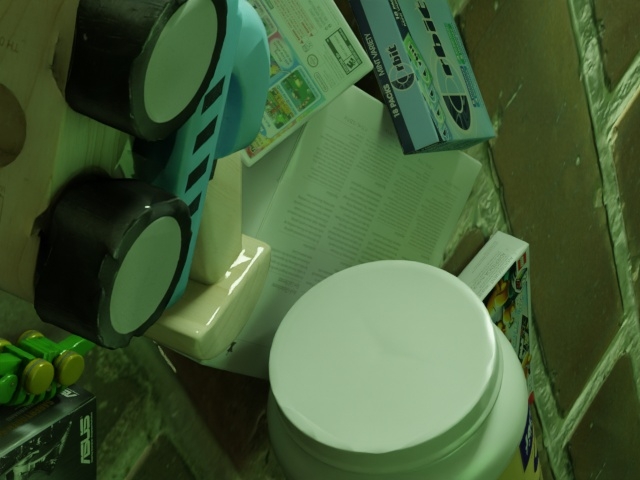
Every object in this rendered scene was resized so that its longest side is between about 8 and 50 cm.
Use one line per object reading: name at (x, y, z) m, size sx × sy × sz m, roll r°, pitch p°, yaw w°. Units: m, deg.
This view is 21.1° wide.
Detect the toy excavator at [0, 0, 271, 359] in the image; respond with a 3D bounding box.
toy excavator at (-0.129, -0.061, 1.241) m, size 0.445 × 0.222 × 0.433 m, roll -33°, pitch 140°, yaw -59°

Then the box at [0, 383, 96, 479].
box at (-0.269, 0.252, 1.451) m, size 0.183 × 0.056 × 0.231 m, roll -33°, pitch 136°, yaw -47°

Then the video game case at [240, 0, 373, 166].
video game case at (-0.048, -0.164, 1.451) m, size 0.143 × 0.019 × 0.157 m, roll -39°, pitch 120°, yaw -8°

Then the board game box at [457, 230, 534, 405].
board game box at (0.199, 0.160, 2.178) m, size 0.193 × 0.053 × 0.305 m, roll -47°, pitch 146°, yaw -31°

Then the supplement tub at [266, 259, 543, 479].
supplement tub at (0.084, 0.196, 1.624) m, size 0.241 × 0.241 × 0.331 m, roll -52°, pitch 149°, yaw -25°

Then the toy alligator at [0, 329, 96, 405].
toy alligator at (-0.251, 0.112, 1.380) m, size 0.190 × 0.056 × 0.051 m, roll -13°, pitch 121°, yaw -56°

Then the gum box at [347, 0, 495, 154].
gum box at (0.102, -0.165, 1.674) m, size 0.184 × 0.041 × 0.157 m, roll -11°, pitch 81°, yaw -66°

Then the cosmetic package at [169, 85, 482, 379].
cosmetic package at (0.000, 0.000, 1.682) m, size 0.377 × 0.097 × 0.284 m, roll 23°, pitch 88°, yaw -61°
